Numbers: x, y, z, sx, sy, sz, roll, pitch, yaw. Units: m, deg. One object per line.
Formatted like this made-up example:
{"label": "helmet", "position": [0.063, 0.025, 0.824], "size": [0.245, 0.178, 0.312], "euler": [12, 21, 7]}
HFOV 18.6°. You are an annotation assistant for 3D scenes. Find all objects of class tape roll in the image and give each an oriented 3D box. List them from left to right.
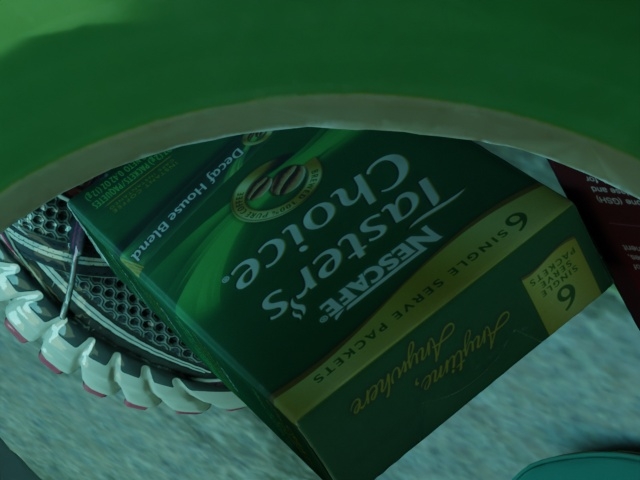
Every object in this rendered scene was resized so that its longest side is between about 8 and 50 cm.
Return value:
{"label": "tape roll", "position": [0.007, 0.039, 0.497], "size": [0.321, 0.077, 0.321], "euler": [0, 129, 0]}

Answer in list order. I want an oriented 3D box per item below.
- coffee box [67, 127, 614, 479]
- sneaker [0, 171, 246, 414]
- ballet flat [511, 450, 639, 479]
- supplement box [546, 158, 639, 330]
{"label": "coffee box", "position": [0.000, 0.000, 0.652], "size": [0.184, 0.113, 0.040], "euler": [40, 163, 53]}
{"label": "sneaker", "position": [-0.097, -0.043, 0.750], "size": [0.112, 0.121, 0.299], "euler": [-27, 122, 37]}
{"label": "ballet flat", "position": [0.179, 0.139, 0.790], "size": [0.232, 0.080, 0.073], "euler": [8, 157, 41]}
{"label": "supplement box", "position": [0.165, 0.008, 0.602], "size": [0.130, 0.073, 0.239], "euler": [6, 140, 41]}
